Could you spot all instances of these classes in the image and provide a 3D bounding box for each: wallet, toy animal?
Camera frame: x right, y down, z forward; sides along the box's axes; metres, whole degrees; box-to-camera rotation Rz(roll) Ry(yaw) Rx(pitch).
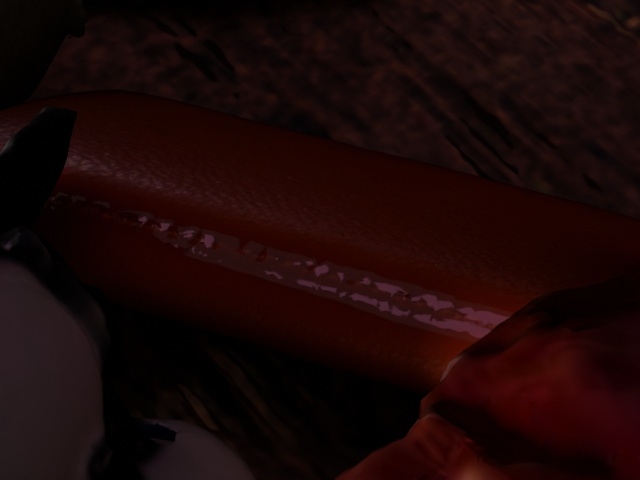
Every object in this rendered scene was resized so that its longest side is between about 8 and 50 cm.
[{"bbox_3d":[0.000,0.000,0.590,0.204,0.045,0.142,15,18,19],"label":"wallet"},{"bbox_3d":[-0.078,0.080,0.487,0.166,0.138,0.179,-35,99,-19],"label":"toy animal"}]

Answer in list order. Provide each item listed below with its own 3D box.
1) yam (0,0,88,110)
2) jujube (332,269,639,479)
[{"bbox_3d":[-0.219,-0.014,0.576,0.195,0.195,0.300,17,56,21],"label":"yam"},{"bbox_3d":[0.151,0.147,0.397,0.342,0.216,0.216,33,64,23],"label":"jujube"}]
